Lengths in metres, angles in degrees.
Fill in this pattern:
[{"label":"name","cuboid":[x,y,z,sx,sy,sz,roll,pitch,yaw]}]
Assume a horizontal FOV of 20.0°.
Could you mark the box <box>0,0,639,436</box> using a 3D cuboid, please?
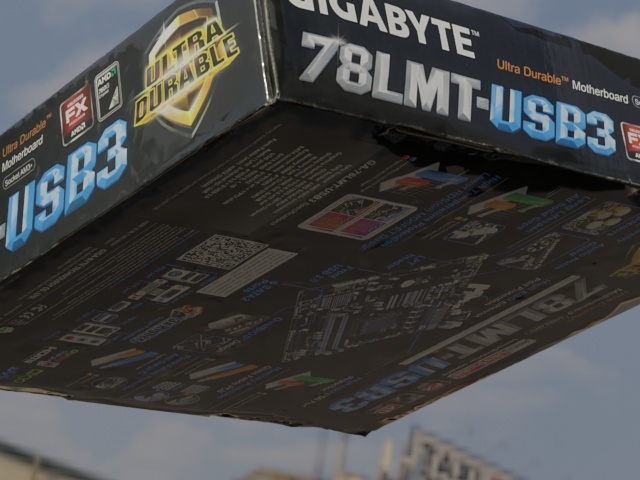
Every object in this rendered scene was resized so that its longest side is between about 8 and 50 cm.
[{"label":"box","cuboid":[0.000,0.000,0.786,0.293,0.073,0.295,9,-28,-39]}]
